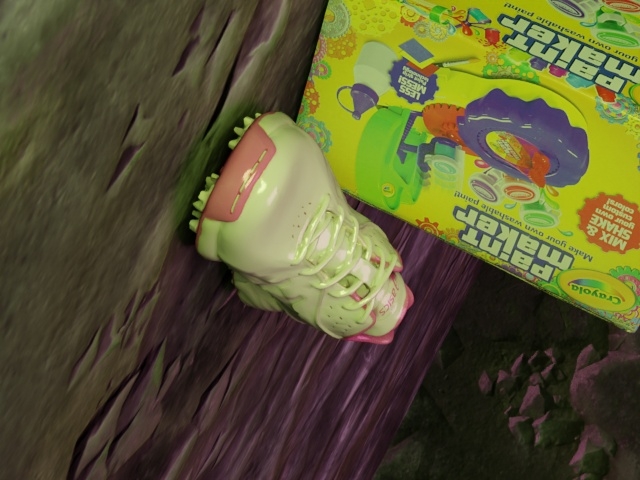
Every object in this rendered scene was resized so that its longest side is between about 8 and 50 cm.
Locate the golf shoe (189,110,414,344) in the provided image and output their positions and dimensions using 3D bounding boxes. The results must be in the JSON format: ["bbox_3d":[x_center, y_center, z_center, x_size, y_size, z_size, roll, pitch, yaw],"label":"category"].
[{"bbox_3d":[0.000,0.000,1.053,0.115,0.140,0.306,-60,167,-7],"label":"golf shoe"}]

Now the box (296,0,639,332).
[{"bbox_3d":[0.174,-0.128,1.155,0.279,0.290,0.177,-53,165,-46],"label":"box"}]
